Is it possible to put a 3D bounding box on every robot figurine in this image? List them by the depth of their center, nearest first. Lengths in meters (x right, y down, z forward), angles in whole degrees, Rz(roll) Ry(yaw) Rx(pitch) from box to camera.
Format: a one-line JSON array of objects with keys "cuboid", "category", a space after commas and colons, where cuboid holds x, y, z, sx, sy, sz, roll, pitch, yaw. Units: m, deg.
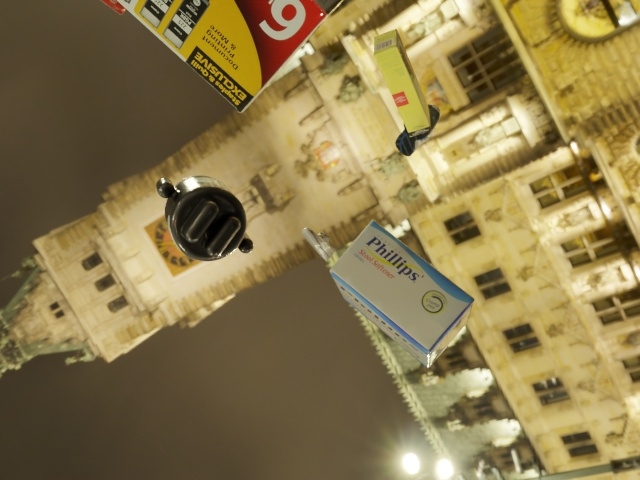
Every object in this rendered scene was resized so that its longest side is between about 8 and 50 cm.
[{"cuboid": [-0.261, -0.056, 1.542, 0.278, 0.173, 0.209, -140, 35, -68], "category": "robot figurine"}]

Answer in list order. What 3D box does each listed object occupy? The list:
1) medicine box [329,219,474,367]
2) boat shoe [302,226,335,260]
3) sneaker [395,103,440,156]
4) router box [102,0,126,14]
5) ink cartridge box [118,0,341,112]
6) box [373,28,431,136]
[{"cuboid": [0.178, 0.125, 1.477, 0.263, 0.149, 0.289, 39, 173, 17], "category": "medicine box"}, {"cuboid": [0.000, 0.000, 1.267, 0.035, 0.035, 0.100, 40, 172, 43], "category": "boat shoe"}, {"cuboid": [0.267, -0.308, 1.824, 0.080, 0.211, 0.081, 46, -115, 3], "category": "sneaker"}, {"cuboid": [-0.429, -0.658, 1.344, 0.082, 0.301, 0.335, 43, -172, 22], "category": "router box"}, {"cuboid": [-0.154, -0.326, 0.837, 0.309, 0.272, 0.130, 41, -132, -11], "category": "ink cartridge box"}, {"cuboid": [0.187, -0.352, 1.539, 0.087, 0.058, 0.232, -85, -28, -44], "category": "box"}]
